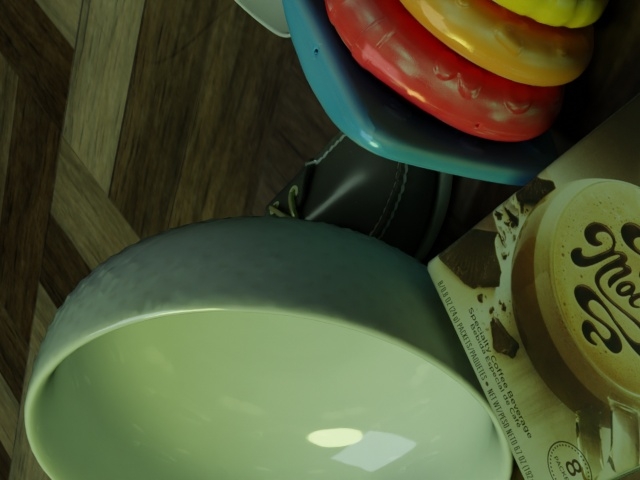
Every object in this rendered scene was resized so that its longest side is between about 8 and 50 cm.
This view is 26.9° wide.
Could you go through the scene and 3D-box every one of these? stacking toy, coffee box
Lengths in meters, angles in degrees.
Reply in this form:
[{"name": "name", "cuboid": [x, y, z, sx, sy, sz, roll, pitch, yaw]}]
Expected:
[{"name": "stacking toy", "cuboid": [0.123, -0.188, 0.748, 0.302, 0.166, 0.175, -56, 42, 34]}, {"name": "coffee box", "cuboid": [0.204, 0.013, 0.710, 0.297, 0.119, 0.168, -44, 65, 52]}]

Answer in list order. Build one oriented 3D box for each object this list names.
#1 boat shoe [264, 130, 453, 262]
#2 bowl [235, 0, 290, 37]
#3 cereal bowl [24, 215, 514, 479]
[{"name": "boat shoe", "cuboid": [0.002, 0.004, 1.018, 0.109, 0.091, 0.305, 59, 143, 22]}, {"name": "bowl", "cuboid": [-0.027, -0.239, 1.005, 0.142, 0.053, 0.142, 45, 135, 35]}, {"name": "cereal bowl", "cuboid": [-0.030, 0.096, 0.943, 0.339, 0.339, 0.141, 124, 159, -48]}]
